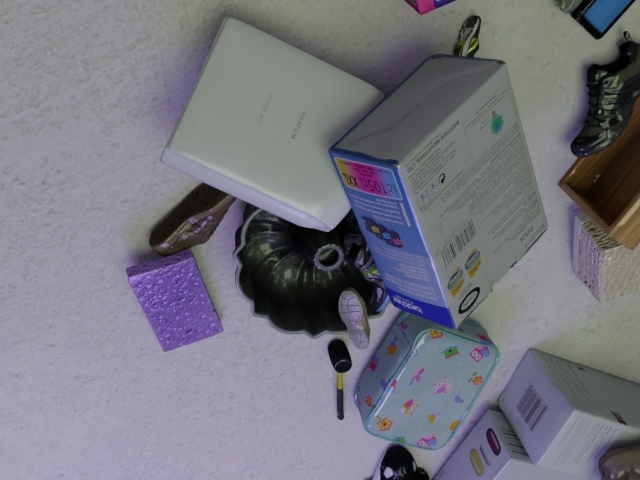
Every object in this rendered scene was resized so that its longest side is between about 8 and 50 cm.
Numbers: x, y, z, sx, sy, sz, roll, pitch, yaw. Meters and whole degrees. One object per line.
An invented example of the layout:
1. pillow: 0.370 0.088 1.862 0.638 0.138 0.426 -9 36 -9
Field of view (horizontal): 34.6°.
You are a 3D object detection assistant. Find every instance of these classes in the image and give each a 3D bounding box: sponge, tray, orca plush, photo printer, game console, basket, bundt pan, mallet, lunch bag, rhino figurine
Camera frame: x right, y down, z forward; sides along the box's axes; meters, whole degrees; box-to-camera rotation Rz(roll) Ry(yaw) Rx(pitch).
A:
1. sponge: -0.253 0.107 1.804 0.117 0.031 0.210 -19 135 -3
2. tray: 0.609 -0.200 1.793 0.076 0.203 0.411 27 109 -27
3. orca plush: 0.158 0.572 2.166 0.151 0.102 0.287 8 116 -19
4. photo printer: -0.059 -0.171 1.591 0.308 0.107 0.256 25 78 -9
5. game console: 0.489 -0.403 1.726 0.071 0.107 0.122 40 104 -1
6. basket: 0.551 0.024 1.943 0.113 0.103 0.167 -18 135 -5
7. bundt pan: 0.000 0.000 1.787 0.331 0.124 0.330 -7 121 -12
8. mallet: 0.036 0.273 2.008 0.039 0.062 0.189 -8 135 -9
9. lunch bag: 0.208 0.274 2.008 0.224 0.108 0.279 17 114 -26
10. rhino figurine: 0.644 0.431 1.990 0.243 0.073 0.106 -13 123 -10

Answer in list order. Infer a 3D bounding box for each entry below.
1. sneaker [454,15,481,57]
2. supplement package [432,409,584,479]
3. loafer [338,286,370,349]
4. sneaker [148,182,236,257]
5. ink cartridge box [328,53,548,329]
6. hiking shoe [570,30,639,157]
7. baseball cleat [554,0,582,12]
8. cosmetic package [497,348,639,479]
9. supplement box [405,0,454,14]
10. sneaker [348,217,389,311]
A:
1. sneaker: 0.252 -0.337 1.724 0.035 0.031 0.083 3 123 -32
2. supplement package: 0.382 0.513 2.154 0.204 0.145 0.261 19 118 -24
3. loafer: 0.062 0.130 1.788 0.045 0.039 0.125 -1 122 23
4. sneaker: -0.204 -0.037 1.756 0.188 0.066 0.071 -35 139 12
5. ink cartridge box: 0.205 -0.053 1.619 0.270 0.151 0.395 -44 129 -25
6. hiking shoe: 0.500 -0.255 1.816 0.114 0.086 0.226 33 101 -14
7. baseball cleat: 0.457 -0.468 1.679 0.110 0.072 0.205 0 123 -23
8. cosmetic package: 0.586 0.385 2.114 0.385 0.217 0.156 17 113 -25
9. supplement box: 0.155 -0.475 1.568 0.111 0.114 0.220 -24 124 -2
10. sneaker: 0.088 0.034 1.729 0.078 0.067 0.188 -1 123 9
